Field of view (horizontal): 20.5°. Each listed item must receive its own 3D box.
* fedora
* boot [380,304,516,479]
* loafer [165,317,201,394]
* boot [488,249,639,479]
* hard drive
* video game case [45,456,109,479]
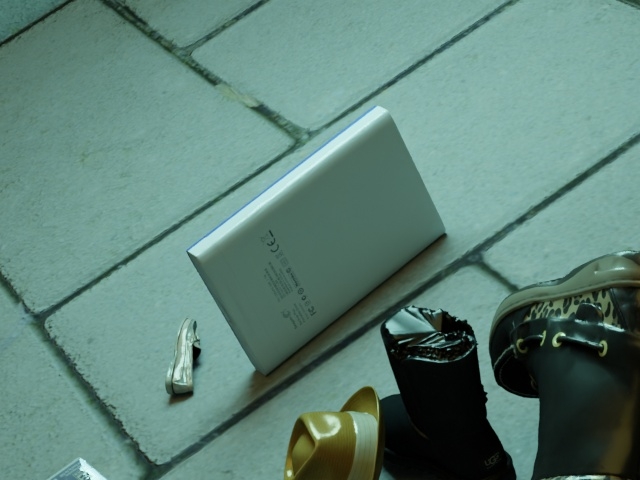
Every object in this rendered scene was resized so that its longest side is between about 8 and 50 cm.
[{"bbox_3d":[0.007,0.245,1.990,0.079,0.194,0.194,14,29,-16],"label":"fedora"},{"bbox_3d":[0.114,0.161,1.987,0.094,0.207,0.246,-29,27,-22],"label":"boot"},{"bbox_3d":[-0.177,0.157,2.385,0.039,0.045,0.125,1,46,12],"label":"loafer"},{"bbox_3d":[0.253,0.187,1.777,0.377,0.138,0.284,144,142,-64],"label":"boot"},{"bbox_3d":[0.000,0.000,2.307,0.318,0.210,0.040,-38,33,-16],"label":"hard drive"},{"bbox_3d":[-0.274,0.334,1.867,0.201,0.023,0.183,-34,50,-31],"label":"video game case"}]
